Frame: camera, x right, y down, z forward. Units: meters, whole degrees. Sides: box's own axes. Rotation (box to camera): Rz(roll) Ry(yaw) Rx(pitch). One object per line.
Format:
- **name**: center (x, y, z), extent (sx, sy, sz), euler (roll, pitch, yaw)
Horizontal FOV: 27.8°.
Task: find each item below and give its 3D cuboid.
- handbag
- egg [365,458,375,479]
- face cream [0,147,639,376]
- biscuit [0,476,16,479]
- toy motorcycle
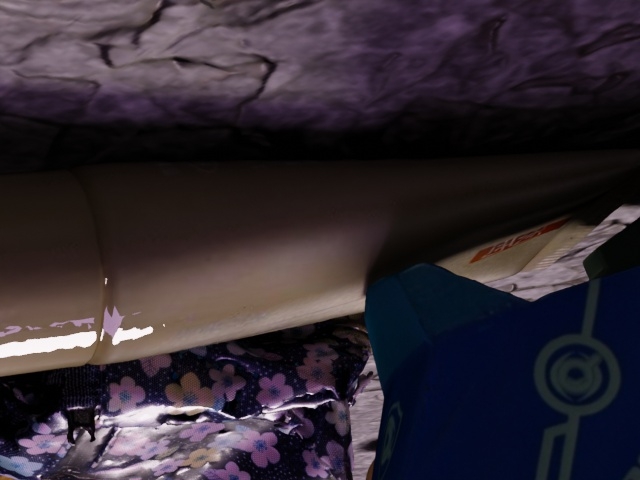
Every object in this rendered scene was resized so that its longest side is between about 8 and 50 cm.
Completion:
- **handbag**: center (-0.100, 0.080, 0.687), extent (0.207, 0.127, 0.228), euler (14, 162, -21)
- **egg**: center (0.086, 0.231, 1.234), extent (0.080, 0.080, 0.096), euler (10, 151, -38)
- **face cream**: center (0.000, 0.000, 0.588), extent (0.341, 0.084, 0.137), euler (-6, 155, -27)
- **biscuit**: center (-0.192, 0.213, 1.177), extent (0.131, 0.025, 0.231), euler (-12, 159, 11)
- **toy motorcycle**: center (0.134, 0.066, 0.564), extent (0.326, 0.200, 0.191), euler (-31, 168, -23)
